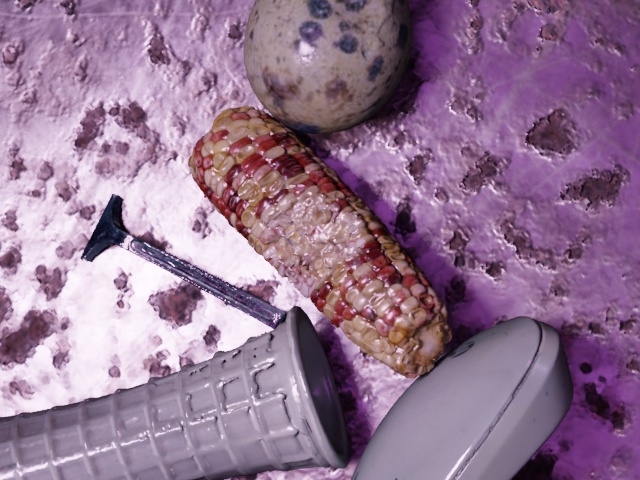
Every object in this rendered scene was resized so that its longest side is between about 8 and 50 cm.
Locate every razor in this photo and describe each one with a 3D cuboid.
[{"bbox_3d":[-0.117,0.030,1.739,0.190,0.033,0.066,28,90,8],"label":"razor"}]

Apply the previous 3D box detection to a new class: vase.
[{"bbox_3d":[-0.138,0.164,1.682,0.299,0.143,0.143,-17,84,8],"label":"vase"}]

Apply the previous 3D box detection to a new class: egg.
[{"bbox_3d":[0.010,-0.178,1.687,0.141,0.141,0.182,15,77,8],"label":"egg"}]

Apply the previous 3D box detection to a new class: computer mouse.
[{"bbox_3d":[0.090,0.174,1.634,0.288,0.159,0.097,-45,103,2],"label":"computer mouse"}]

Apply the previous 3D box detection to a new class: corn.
[{"bbox_3d":[0.000,0.000,1.665,0.098,0.098,0.290,-44,64,2],"label":"corn"}]
